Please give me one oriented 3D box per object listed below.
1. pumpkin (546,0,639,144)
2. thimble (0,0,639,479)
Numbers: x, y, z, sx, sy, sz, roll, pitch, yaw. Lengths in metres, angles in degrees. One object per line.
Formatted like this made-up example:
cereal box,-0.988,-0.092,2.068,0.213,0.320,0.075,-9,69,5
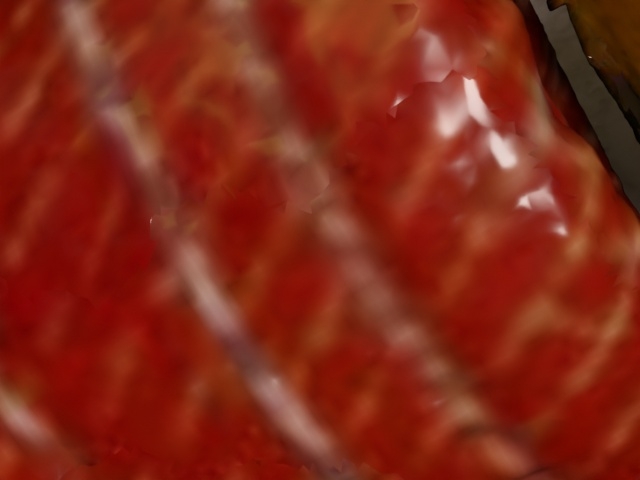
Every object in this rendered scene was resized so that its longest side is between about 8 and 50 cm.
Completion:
pumpkin,0.252,-0.066,0.422,0.225,0.256,0.303,-39,64,-9
thimble,0.000,0.000,0.494,0.230,0.350,0.350,-30,44,14
